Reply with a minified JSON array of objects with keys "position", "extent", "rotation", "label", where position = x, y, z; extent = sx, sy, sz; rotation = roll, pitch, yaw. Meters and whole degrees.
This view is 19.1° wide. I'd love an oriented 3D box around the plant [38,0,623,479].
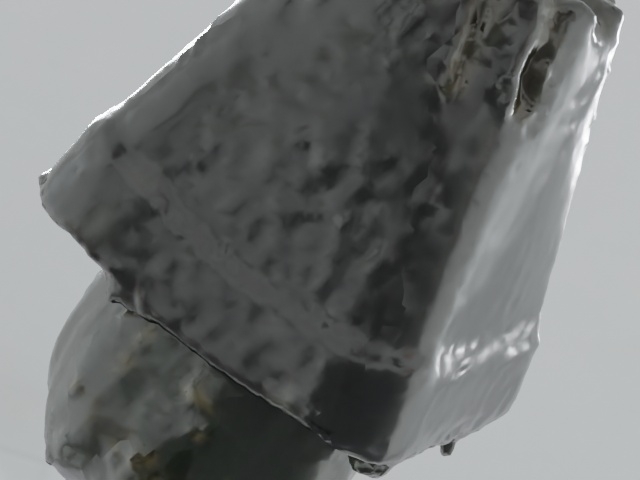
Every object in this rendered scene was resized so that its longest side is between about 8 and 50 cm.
[{"position":[0.000,0.000,0.672],"extent":[0.164,0.142,0.256],"rotation":[40,-73,17],"label":"plant"}]
